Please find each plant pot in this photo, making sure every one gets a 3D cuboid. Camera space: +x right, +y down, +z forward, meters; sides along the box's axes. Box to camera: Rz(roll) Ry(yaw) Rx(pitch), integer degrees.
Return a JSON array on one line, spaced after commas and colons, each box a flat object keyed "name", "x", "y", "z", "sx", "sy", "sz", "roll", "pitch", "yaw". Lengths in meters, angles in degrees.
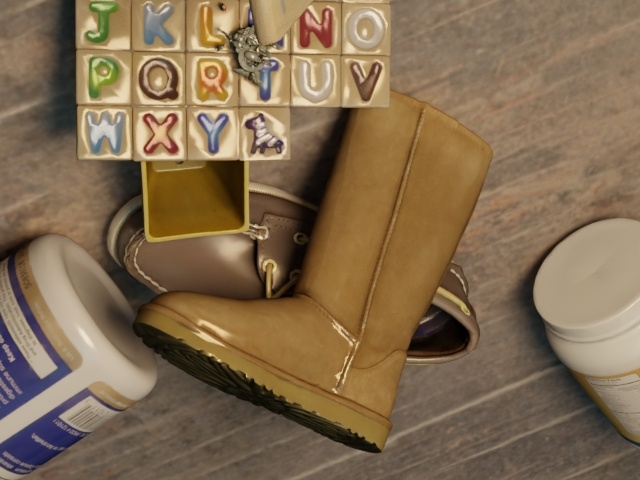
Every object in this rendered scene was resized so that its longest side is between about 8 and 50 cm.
[{"name": "plant pot", "x": -0.103, "y": -0.057, "z": 1.057, "sx": 0.081, "sy": 0.083, "sz": 0.081, "roll": -6, "pitch": 123, "yaw": -12}]

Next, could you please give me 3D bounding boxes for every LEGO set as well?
[{"name": "LEGO set", "x": -0.052, "y": -0.153, "z": 0.984, "sx": 0.054, "sy": 0.023, "sz": 0.083, "roll": -33, "pitch": 102, "yaw": -11}]

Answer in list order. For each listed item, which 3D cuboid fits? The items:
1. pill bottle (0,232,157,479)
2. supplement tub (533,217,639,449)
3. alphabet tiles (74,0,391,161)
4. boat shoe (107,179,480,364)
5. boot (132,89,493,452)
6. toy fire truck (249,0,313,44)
[{"name": "pill bottle", "x": -0.276, "y": 0.124, "z": 1.077, "sx": 0.265, "sy": 0.153, "sz": 0.153, "roll": -33, "pitch": 124, "yaw": 5}, {"name": "supplement tub", "x": 0.293, "y": 0.088, "z": 1.229, "sx": 0.144, "sy": 0.144, "sz": 0.199, "roll": -37, "pitch": 124, "yaw": 8}, {"name": "alphabet tiles", "x": -0.061, "y": -0.158, "z": 0.999, "sx": 0.237, "sy": 0.009, "sz": 0.198, "roll": -1, "pitch": 94, "yaw": -15}, {"name": "boat shoe", "x": -0.015, "y": 0.035, "z": 1.132, "sx": 0.324, "sy": 0.097, "sz": 0.116, "roll": 14, "pitch": 116, "yaw": -24}, {"name": "boot", "x": 0.000, "y": 0.000, "z": 1.049, "sx": 0.236, "sy": 0.089, "sz": 0.269, "roll": 31, "pitch": 70, "yaw": -29}, {"name": "toy fire truck", "x": -0.051, "y": -0.237, "z": 0.843, "sx": 0.158, "sy": 0.246, "sz": 0.217, "roll": -39, "pitch": 125, "yaw": -10}]
